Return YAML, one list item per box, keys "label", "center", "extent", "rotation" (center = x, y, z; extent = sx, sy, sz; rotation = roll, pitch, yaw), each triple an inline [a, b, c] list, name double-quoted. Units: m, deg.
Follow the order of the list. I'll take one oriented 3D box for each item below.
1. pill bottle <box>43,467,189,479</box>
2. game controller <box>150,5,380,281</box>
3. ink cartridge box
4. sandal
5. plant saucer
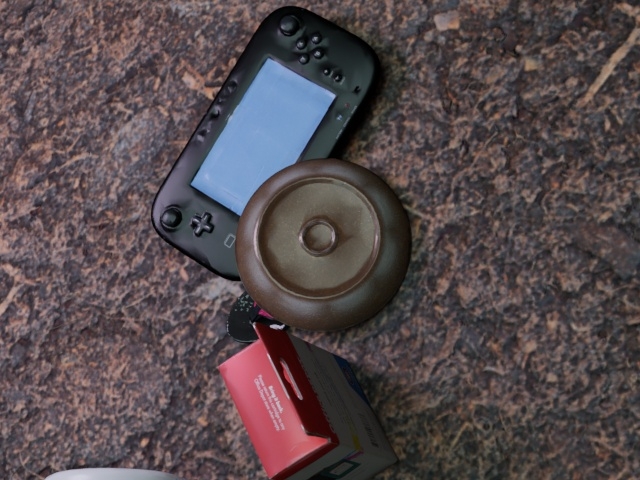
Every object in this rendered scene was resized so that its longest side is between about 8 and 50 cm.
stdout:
- label: "pill bottle"
  center: [-0.220, 0.411, 1.466]
  extent: [0.176, 0.176, 0.318]
  rotation: [-9, 67, 23]
- label: "game controller"
  center: [-0.063, -0.112, 1.618]
  extent: [0.166, 0.067, 0.319]
  rotation: [31, 91, 29]
- label: "ink cartridge box"
  center: [-0.019, 0.175, 1.421]
  extent: [0.078, 0.231, 0.134]
  rotation: [-34, 64, 13]
- label: "sandal"
  center: [-0.032, 0.060, 1.568]
  extent: [0.179, 0.040, 0.067]
  rotation: [-24, 68, 17]
- label: "plant saucer"
  center: [0.000, 0.000, 1.540]
  extent: [0.198, 0.036, 0.198]
  rotation: [-2, 76, 7]
